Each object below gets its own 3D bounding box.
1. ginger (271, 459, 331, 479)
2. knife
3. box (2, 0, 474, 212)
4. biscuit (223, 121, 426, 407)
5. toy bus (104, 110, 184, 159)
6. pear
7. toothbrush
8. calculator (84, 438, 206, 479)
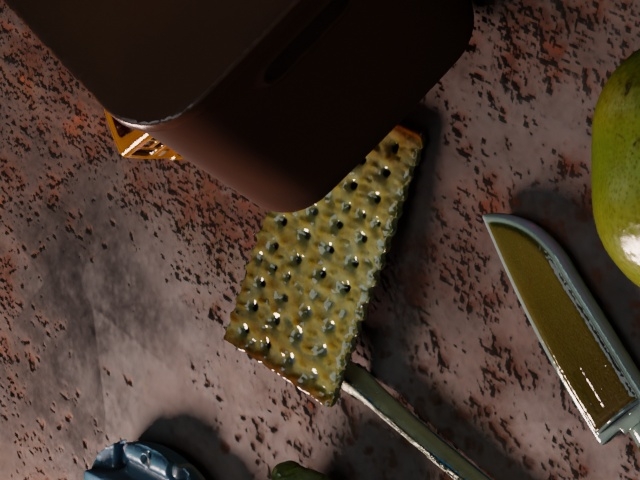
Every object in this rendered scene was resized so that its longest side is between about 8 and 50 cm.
[{"bbox_3d":[-0.084,0.287,1.389,0.137,0.089,0.290,39,120,-7],"label":"ginger"},{"bbox_3d":[0.201,0.116,1.132,0.061,0.027,0.343,-49,62,44],"label":"knife"},{"bbox_3d":[-0.083,-0.211,1.170,0.239,0.229,0.339,-46,62,4],"label":"box"},{"bbox_3d":[0.000,0.000,1.308,0.139,0.016,0.231,30,109,40],"label":"biscuit"},{"bbox_3d":[-0.095,-0.136,1.354,0.194,0.088,0.083,-33,72,45],"label":"toy bus"},{"bbox_3d":[0.241,-0.045,0.939,0.216,0.166,0.180,-165,92,-84],"label":"pear"},{"bbox_3d":[0.047,0.127,1.296,0.294,0.026,0.028,34,138,38],"label":"toothbrush"},{"bbox_3d":[-0.157,0.327,1.525,0.173,0.051,0.293,17,109,42],"label":"calculator"}]
